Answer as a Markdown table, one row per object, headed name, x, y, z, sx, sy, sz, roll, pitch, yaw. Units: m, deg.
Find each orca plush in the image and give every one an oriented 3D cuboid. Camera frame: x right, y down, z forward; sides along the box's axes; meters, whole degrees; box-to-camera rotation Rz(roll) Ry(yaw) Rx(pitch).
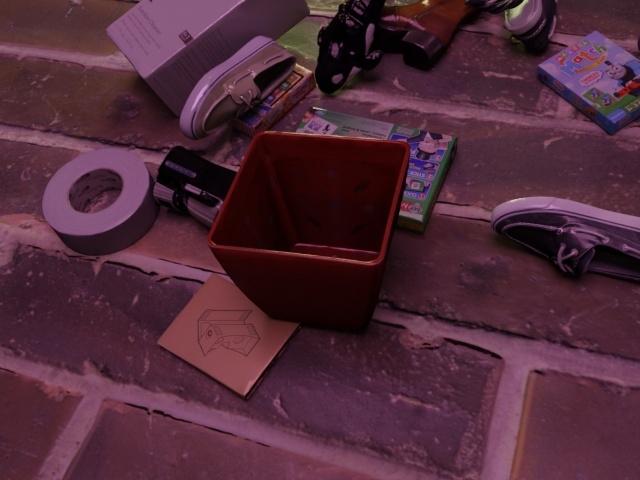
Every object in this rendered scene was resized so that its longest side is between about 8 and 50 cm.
| name | x | y | z | sx | sy | sz | roll | pitch | yaw |
| --- | --- | --- | --- | --- | --- | --- | --- | --- | --- |
| orca plush | 0.075 | -0.441 | 1.509 | 0.287 | 0.102 | 0.151 | -43 | 77 | 11 |

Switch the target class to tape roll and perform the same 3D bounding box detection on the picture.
| name | x | y | z | sx | sy | sz | roll | pitch | yaw |
| --- | --- | --- | --- | --- | --- | --- | --- | --- | --- |
| tape roll | -0.435 | -0.079 | 1.447 | 0.219 | 0.072 | 0.219 | -5 | 55 | 7 |

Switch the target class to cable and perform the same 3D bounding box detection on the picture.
| name | x | y | z | sx | sy | sz | roll | pitch | yaw |
| --- | --- | --- | --- | --- | --- | --- | --- | --- | --- |
| cable | 0.400 | -0.562 | 1.553 | 0.151 | 0.047 | 0.184 | 21 | 67 | 45 |

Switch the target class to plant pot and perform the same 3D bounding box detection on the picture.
| name | x | y | z | sx | sy | sz | roll | pitch | yaw |
| --- | --- | --- | --- | --- | --- | --- | --- | --- | --- |
| plant pot | 0.000 | 0.000 | 1.206 | 0.267 | 0.235 | 0.267 | 7 | 50 | 14 |

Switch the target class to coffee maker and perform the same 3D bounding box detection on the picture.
| name | x | y | z | sx | sy | sz | roll | pitch | yaw |
| --- | --- | --- | --- | --- | --- | --- | --- | --- | --- |
| coffee maker | -0.211 | -0.110 | 1.407 | 0.178 | 0.120 | 0.171 | 27 | 56 | 25 |

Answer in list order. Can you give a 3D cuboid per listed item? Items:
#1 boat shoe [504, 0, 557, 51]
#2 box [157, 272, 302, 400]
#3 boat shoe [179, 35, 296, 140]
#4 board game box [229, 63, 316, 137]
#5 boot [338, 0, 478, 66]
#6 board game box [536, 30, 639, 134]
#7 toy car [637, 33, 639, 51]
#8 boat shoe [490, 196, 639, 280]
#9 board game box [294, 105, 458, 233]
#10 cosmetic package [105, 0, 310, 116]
| name | x | y | z | sx | sy | sz | roll | pitch | yaw |
| --- | --- | --- | --- | --- | --- | --- | --- | --- | --- |
| boat shoe | 0.464 | -0.537 | 1.595 | 0.114 | 0.091 | 0.302 | -13 | 49 | 42 |
| box | -0.159 | 0.163 | 1.265 | 0.201 | 0.021 | 0.164 | 27 | 64 | 24 |
| boat shoe | -0.165 | -0.312 | 1.482 | 0.094 | 0.109 | 0.302 | 26 | 63 | 23 |
| board game box | -0.128 | -0.320 | 1.572 | 0.147 | 0.045 | 0.193 | 34 | 68 | 28 |
| boot | 0.214 | -0.536 | 1.633 | 0.264 | 0.096 | 0.280 | 27 | 63 | 27 |
| board game box | 0.568 | -0.321 | 1.458 | 0.160 | 0.039 | 0.211 | -32 | 56 | -12 |
| toy car | 0.705 | -0.411 | 1.447 | 0.136 | 0.159 | 0.182 | -1 | 48 | 52 |
| boat shoe | 0.435 | 0.008 | 1.223 | 0.301 | 0.108 | 0.102 | 13 | 58 | 9 |
| board game box | 0.082 | -0.145 | 1.417 | 0.317 | 0.046 | 0.213 | 16 | 61 | 19 |
| cosmetic package | -0.242 | -0.482 | 1.588 | 0.385 | 0.156 | 0.217 | -41 | 59 | 0 |
